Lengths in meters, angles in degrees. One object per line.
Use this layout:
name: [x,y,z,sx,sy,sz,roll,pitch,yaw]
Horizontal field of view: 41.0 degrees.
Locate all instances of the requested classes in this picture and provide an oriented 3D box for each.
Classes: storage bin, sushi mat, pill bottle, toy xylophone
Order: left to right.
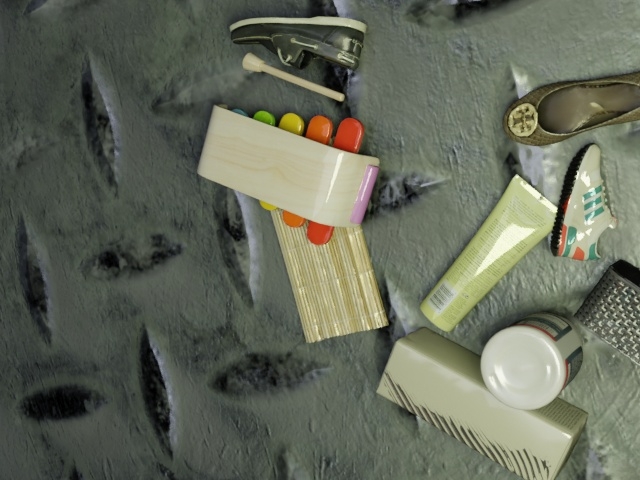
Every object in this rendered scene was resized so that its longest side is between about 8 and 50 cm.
toy xylophone: [-0.056,-0.147,1.337,0.323,0.081,0.236,31,107,23]
sushi mat: [0.000,0.000,1.377,0.151,0.019,0.316,-18,86,29]
pill bottle: [0.290,0.153,1.141,0.108,0.180,0.108,3,95,28]
storage bin: [0.431,0.112,1.095,0.180,0.122,0.084,37,110,21]

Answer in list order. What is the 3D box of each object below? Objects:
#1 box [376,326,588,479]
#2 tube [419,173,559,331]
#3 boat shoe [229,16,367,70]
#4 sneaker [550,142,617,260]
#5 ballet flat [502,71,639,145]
box: [0.229,0.232,1.222,0.275,0.113,0.094,27,107,25]
tube: [0.241,0.027,1.232,0.240,0.070,0.062,-53,34,17]
boat shoe: [-0.043,-0.308,1.337,0.233,0.084,0.079,9,98,24]
sneaker: [0.368,-0.049,1.164,0.075,0.057,0.161,14,93,1]
ballet flat: [0.362,-0.179,1.145,0.250,0.058,0.084,-6,91,28]
